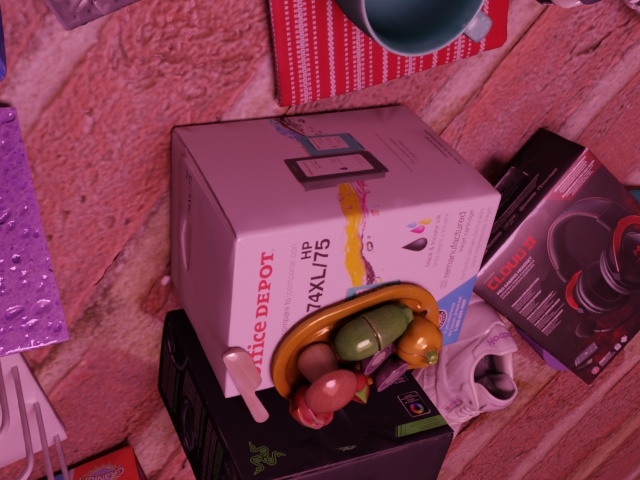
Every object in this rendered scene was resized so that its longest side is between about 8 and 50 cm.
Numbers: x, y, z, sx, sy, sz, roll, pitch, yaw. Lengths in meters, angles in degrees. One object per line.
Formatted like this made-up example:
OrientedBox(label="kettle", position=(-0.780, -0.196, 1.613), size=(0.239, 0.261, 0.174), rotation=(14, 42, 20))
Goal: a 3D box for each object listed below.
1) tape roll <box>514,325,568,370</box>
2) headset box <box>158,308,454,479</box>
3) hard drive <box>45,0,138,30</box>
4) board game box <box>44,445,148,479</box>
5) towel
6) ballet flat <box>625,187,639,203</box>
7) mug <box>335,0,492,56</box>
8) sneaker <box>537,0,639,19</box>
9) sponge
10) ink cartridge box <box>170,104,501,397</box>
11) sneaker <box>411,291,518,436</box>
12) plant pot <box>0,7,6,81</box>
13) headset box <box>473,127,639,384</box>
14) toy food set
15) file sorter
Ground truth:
OrientedBox(label="tape roll", position=(0.399, 0.105, 1.216), size=(0.189, 0.080, 0.189), rotation=(-17, 132, -19))
OrientedBox(label="headset box", position=(-0.025, 0.200, 0.896), size=(0.246, 0.283, 0.131), rotation=(-6, 128, -26))
OrientedBox(label="hard drive", position=(-0.172, -0.299, 0.570), size=(0.172, 0.054, 0.255), rotation=(-27, 134, -10))
OrientedBox(label="board game box", position=(-0.312, 0.434, 1.039), size=(0.242, 0.064, 0.316), rotation=(-21, 128, -11))
OrientedBox(label="towel", position=(0.075, -0.251, 0.774), size=(0.275, 0.031, 0.199), rotation=(-19, 132, -17))
OrientedBox(label="ballet flat", position=(0.506, -0.043, 1.181), size=(0.232, 0.080, 0.073), rotation=(2, 151, -29))
OrientedBox(label="mug", position=(0.075, -0.232, 0.698), size=(0.129, 0.097, 0.158), rotation=(-29, 135, -7))
OrientedBox(label="sneaker", position=(0.304, -0.277, 0.845), size=(0.153, 0.094, 0.235), rotation=(-38, 135, 3))
OrientedBox(label="sponge", position=(-0.294, -0.003, 0.661), size=(0.117, 0.031, 0.210), rotation=(-13, 88, -24))
OrientedBox(label="ink cartridge box", position=(0.000, 0.000, 0.810), size=(0.270, 0.197, 0.198), rotation=(-10, 129, -23))
OrientedBox(label="sneaker", position=(0.198, 0.219, 1.136), size=(0.114, 0.152, 0.305), rotation=(-12, 131, -26))
OrientedBox(label="plant pot", position=(-0.326, -0.204, 0.437), size=(0.212, 0.236, 0.236), rotation=(-19, 133, -9))
OrientedBox(label="headset box", position=(0.307, 0.016, 1.016), size=(0.293, 0.110, 0.218), rotation=(38, 96, -26))
OrientedBox(label="toy food set", position=(0.030, 0.126, 0.738), size=(0.218, 0.071, 0.128), rotation=(-21, 134, -13))
OrientedBox(label="file sorter", position=(-0.374, 0.205, 0.769), size=(0.193, 0.173, 0.278), rotation=(-22, 133, -14))
